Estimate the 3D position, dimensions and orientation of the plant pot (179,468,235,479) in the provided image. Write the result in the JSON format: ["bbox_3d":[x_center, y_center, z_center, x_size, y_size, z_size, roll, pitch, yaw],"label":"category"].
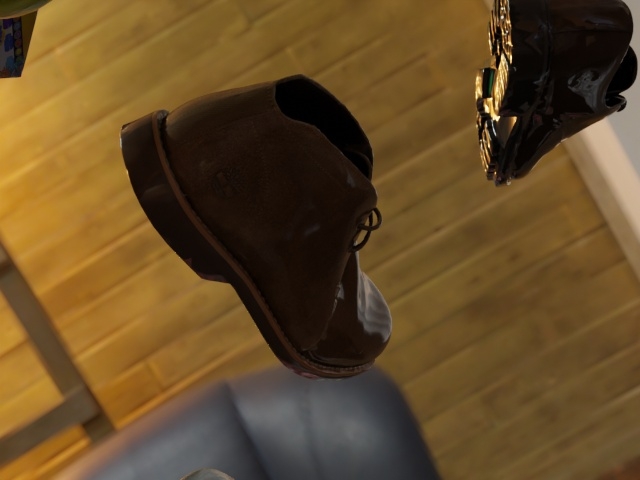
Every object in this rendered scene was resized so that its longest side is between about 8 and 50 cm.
[{"bbox_3d":[-0.168,0.356,0.954,0.334,0.341,0.341,-21,13,11],"label":"plant pot"}]

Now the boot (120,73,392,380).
[{"bbox_3d":[0.000,0.000,0.970,0.115,0.112,0.305,-24,-32,12],"label":"boot"}]

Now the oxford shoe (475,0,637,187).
[{"bbox_3d":[0.147,-0.087,0.967,0.096,0.083,0.227,-4,-14,-3],"label":"oxford shoe"}]

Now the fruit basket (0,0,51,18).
[{"bbox_3d":[-0.108,-0.280,0.808,0.283,0.392,0.392,-33,11,-27],"label":"fruit basket"}]

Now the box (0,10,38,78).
[{"bbox_3d":[-0.501,-0.304,1.685,0.290,0.177,0.279,28,22,27],"label":"box"}]
